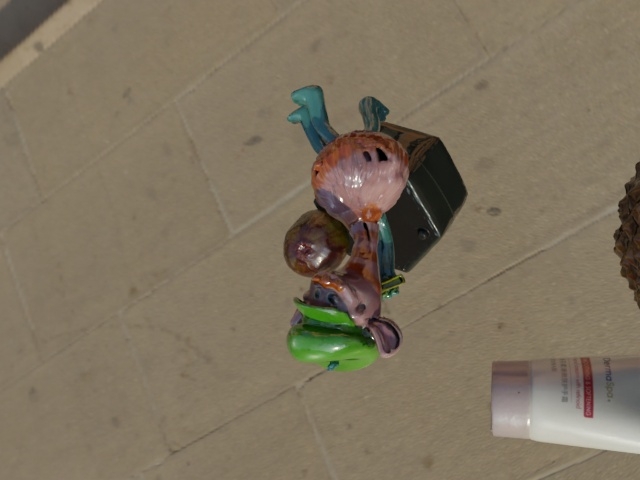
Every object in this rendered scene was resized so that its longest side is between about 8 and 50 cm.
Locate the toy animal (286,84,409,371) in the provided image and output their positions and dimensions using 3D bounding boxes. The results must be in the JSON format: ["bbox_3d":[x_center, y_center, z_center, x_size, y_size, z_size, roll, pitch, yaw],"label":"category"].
[{"bbox_3d":[0.022,-0.011,0.645,0.100,0.103,0.208,-15,65,23],"label":"toy animal"}]

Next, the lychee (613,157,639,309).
[{"bbox_3d":[0.386,-0.012,0.822,0.267,0.267,0.267,-2,86,28],"label":"lychee"}]

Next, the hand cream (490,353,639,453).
[{"bbox_3d":[0.303,0.172,0.959,0.248,0.083,0.133,-2,55,13],"label":"hand cream"}]

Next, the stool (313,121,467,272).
[{"bbox_3d":[0.115,-0.069,1.500,0.232,0.141,0.232,19,136,19],"label":"stool"}]

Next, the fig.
[{"bbox_3d":[0.000,0.000,1.447,0.109,0.155,0.103,-20,97,24],"label":"fig"}]
